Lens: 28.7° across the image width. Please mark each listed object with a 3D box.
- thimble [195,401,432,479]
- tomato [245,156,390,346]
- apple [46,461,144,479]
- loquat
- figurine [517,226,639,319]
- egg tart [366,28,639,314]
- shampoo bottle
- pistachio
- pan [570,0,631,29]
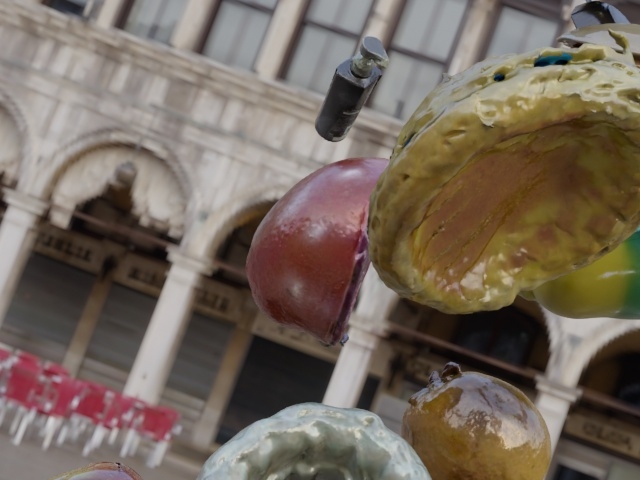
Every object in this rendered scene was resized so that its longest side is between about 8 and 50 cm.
[{"bbox_3d":[-0.007,0.344,1.433,0.291,0.291,0.195,20,-37,7],"label":"thimble"},{"bbox_3d":[-0.003,-0.001,1.833,0.176,0.289,0.335,20,1,5],"label":"tomato"},{"bbox_3d":[-0.398,0.489,2.110,0.272,0.206,0.251,-26,-1,40],"label":"apple"},{"bbox_3d":[0.235,0.307,1.895,0.238,0.193,0.238,39,-25,22],"label":"loquat"},{"bbox_3d":[0.508,0.037,2.101,0.340,0.231,0.323,-7,-22,-9],"label":"figurine"},{"bbox_3d":[0.212,-0.078,1.396,0.388,0.388,0.169,28,25,-46],"label":"egg tart"},{"bbox_3d":[0.047,-0.221,1.826,0.063,0.057,0.207,38,-33,6],"label":"shampoo bottle"},{"bbox_3d":[0.414,-0.220,1.646,0.223,0.126,0.152,14,4,14],"label":"pistachio"},{"bbox_3d":[0.405,-0.320,1.796,0.048,0.202,0.128,-38,-38,28],"label":"pan"}]
